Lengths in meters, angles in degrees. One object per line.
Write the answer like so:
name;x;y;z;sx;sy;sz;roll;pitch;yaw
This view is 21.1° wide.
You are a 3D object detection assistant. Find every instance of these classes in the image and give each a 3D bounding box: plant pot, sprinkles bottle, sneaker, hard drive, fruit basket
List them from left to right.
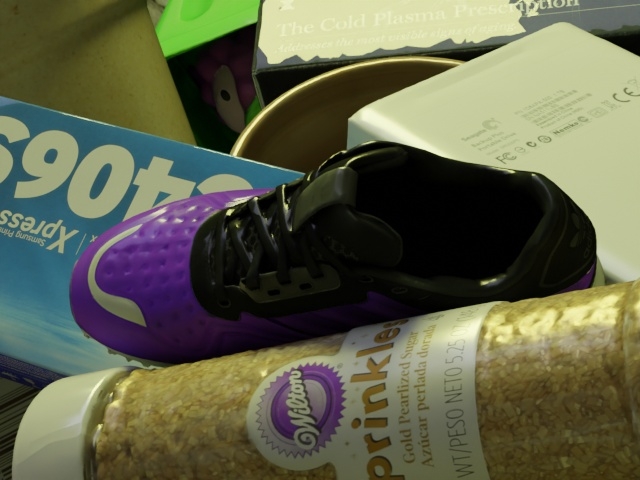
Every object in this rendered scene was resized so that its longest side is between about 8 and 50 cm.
plant pot;-0.236;-0.069;1.499;0.333;0.305;0.334;-27;9;5
sneaker;0.000;-0.001;0.901;0.293;0.102;0.146;-4;-21;8
fruit basket;0.009;-0.075;1.678;0.283;0.392;0.392;-18;8;18
sprinkles bottle;0.020;0.102;0.859;0.355;0.121;0.121;-12;11;25
plant pot;0.057;-0.010;1.171;0.237;0.110;0.237;-5;45;5
hard drive;0.200;-0.030;1.038;0.210;0.040;0.318;-26;44;-35

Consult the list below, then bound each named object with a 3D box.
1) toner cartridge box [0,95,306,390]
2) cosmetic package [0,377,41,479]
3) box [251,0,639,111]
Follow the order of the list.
toner cartridge box;-0.091;0.028;1.051;0.347;0.165;0.075;15;-19;24
cosmetic package;-0.271;0.159;1.192;0.151;0.151;0.183;-27;9;-36
box;0.136;-0.199;1.372;0.343;0.179;0.312;-5;49;10
